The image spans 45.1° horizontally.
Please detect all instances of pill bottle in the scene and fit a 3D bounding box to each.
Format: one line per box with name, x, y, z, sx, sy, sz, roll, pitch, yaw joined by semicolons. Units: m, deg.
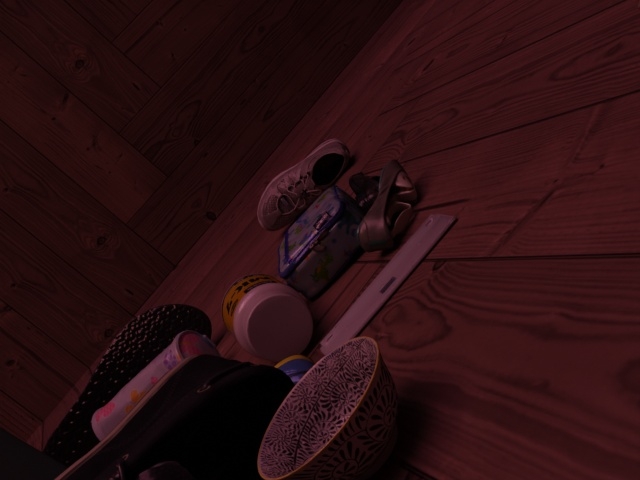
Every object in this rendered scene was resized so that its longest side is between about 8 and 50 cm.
pill bottle;-0.083;0.119;1.201;0.119;0.119;0.208;-50;14;-8

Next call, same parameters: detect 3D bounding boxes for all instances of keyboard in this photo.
keyboard;0.091;0.061;1.055;0.256;0.014;0.072;-49;18;-4

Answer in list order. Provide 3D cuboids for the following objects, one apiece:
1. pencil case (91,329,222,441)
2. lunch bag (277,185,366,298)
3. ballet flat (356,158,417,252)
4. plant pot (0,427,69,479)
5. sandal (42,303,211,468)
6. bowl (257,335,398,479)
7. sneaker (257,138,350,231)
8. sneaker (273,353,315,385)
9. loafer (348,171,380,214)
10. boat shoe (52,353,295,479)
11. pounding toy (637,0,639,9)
pencil case;-0.299;0.284;1.425;0.273;0.113;0.124;-43;-6;21
lunch bag;0.000;0.000;1.348;0.176;0.090;0.219;-49;12;11
ballet flat;0.119;-0.057;1.215;0.068;0.072;0.213;-6;36;29
plant pot;-0.363;0.383;0.865;0.341;0.334;0.341;-45;15;15
sandal;-0.400;0.306;1.603;0.445;0.167;0.107;-49;-4;-4
bowl;0.024;0.184;0.759;0.170;0.080;0.170;-45;14;15
sneaker;-0.042;-0.134;1.816;0.281;0.105;0.115;-47;13;2
sneaker;-0.079;0.233;0.970;0.209;0.069;0.082;-46;17;8
loafer;0.094;-0.089;1.379;0.061;0.062;0.170;-37;25;9
boat shoe;-0.165;0.283;0.735;0.156;0.186;0.500;-14;23;31
pounding toy;0.444;-0.302;0.832;0.141;0.100;0.130;-64;18;-19
